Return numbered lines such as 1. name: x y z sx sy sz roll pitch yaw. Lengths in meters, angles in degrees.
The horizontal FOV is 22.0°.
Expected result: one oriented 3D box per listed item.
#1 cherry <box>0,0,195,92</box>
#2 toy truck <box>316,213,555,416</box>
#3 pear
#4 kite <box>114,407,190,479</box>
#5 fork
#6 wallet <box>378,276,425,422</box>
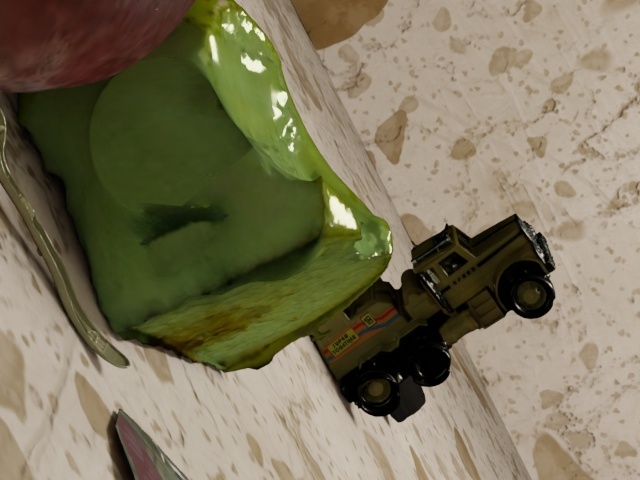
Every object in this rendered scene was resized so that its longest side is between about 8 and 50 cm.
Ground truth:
1. cherry: -0.170 -0.219 0.972 0.261 0.221 0.307 32 39 -36
2. toy truck: 0.118 0.061 1.701 0.127 0.257 0.127 57 10 -14
3. pear: -0.084 -0.066 1.170 0.282 0.176 0.286 62 7 16
4. kite: -0.048 0.245 0.893 0.204 0.022 0.360 57 9 -32
5. fork: -0.168 -0.015 0.965 0.219 0.028 0.034 60 5 -14
6. wallet: -0.001 0.001 1.862 0.406 0.062 0.228 59 8 -29
